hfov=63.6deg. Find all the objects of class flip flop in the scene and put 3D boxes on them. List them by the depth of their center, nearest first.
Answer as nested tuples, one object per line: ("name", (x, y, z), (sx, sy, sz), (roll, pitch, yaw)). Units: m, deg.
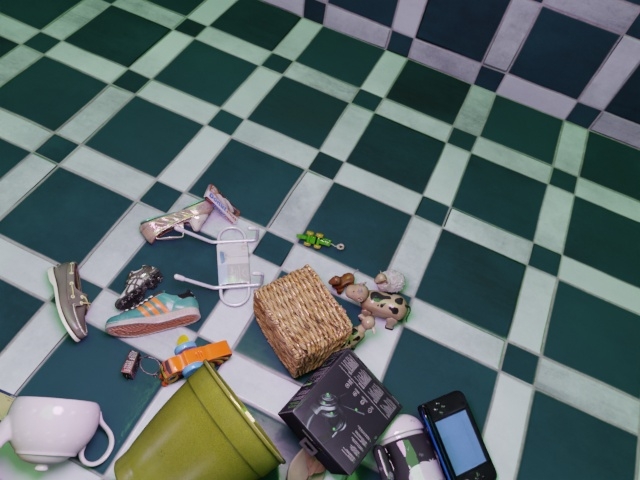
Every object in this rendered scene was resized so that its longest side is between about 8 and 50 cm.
("flip flop", (-0.001, 0.646, 1.555), (0.112, 0.080, 0.277), (37, 58, 15))

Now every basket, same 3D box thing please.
("basket", (-0.062, 0.273, 1.716), (0.223, 0.213, 0.299), (-25, 58, -23))

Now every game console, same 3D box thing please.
("game console", (0.420, 0.615, 1.543), (0.250, 0.173, 0.292), (-13, 73, -25))

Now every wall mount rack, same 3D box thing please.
("wall mount rack", (-0.365, 0.062, 1.861), (0.305, 0.130, 0.349), (-3, 56, -11))

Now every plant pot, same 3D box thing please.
("plant pot", (-0.345, 0.582, 1.412), (0.353, 0.366, 0.366), (-38, 69, -16))

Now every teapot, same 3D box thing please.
("teapot", (-0.743, 0.538, 1.430), (0.256, 0.252, 0.186), (1, 68, 5))

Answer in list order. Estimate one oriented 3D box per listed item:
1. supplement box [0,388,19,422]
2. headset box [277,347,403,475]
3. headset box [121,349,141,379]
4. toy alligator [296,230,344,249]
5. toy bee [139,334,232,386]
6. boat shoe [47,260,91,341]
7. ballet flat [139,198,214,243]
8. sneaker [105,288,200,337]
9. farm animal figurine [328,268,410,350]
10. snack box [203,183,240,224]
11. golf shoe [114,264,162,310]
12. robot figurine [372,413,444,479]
("supplement box", (-0.937, 0.494, 1.522), (0.083, 0.056, 0.083), (20, 56, 5))
("headset box", (0.053, 0.505, 1.512), (0.246, 0.131, 0.283), (47, 58, -1))
("headset box", (-0.601, 0.398, 1.637), (0.032, 0.062, 0.083), (11, 54, -1))
("toy alligator", (0.000, 0.000, 2.012), (0.190, 0.056, 0.051), (14, 15, 0))
("toy bee", (-0.442, 0.389, 1.636), (0.299, 0.162, 0.195), (16, 42, -29))
("boat shoe", (-0.821, 0.194, 1.712), (0.091, 0.109, 0.305), (-23, 59, -17))
("ballet flat", (-0.519, -0.068, 1.957), (0.316, 0.107, 0.106), (-23, 83, -17))
("sneaker", (-0.564, 0.239, 1.731), (0.303, 0.108, 0.121), (-8, 57, -23))
("farm animal figurine", (0.161, 0.235, 1.803), (0.327, 0.172, 0.330), (2, 56, -8))
("snack box", (-0.376, -0.137, 1.981), (0.022, 0.178, 0.064), (-11, 49, 31))
("golf shoe", (-0.646, 0.161, 1.792), (0.094, 0.077, 0.198), (26, 49, 22))
("robot figurine", (0.258, 0.662, 1.535), (0.174, 0.209, 0.278), (-19, 60, -1))
